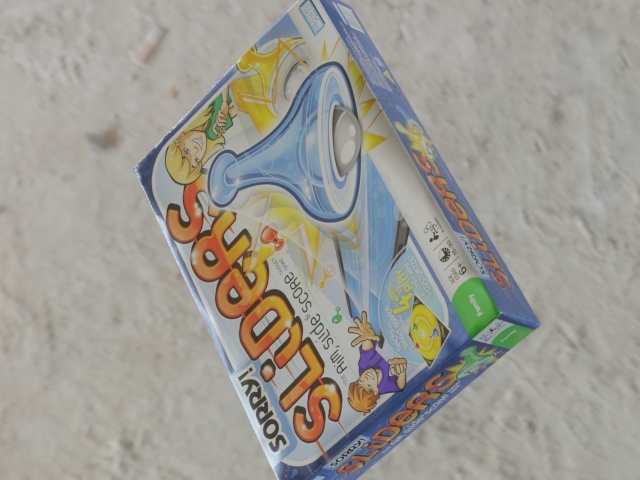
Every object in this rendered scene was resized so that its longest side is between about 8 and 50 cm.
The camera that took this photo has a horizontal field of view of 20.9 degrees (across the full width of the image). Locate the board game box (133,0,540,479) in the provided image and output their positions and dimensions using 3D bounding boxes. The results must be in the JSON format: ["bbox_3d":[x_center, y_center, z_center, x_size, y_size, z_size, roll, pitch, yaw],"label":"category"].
[{"bbox_3d":[0.000,0.000,0.805,0.136,0.035,0.201,-44,55,23],"label":"board game box"}]
